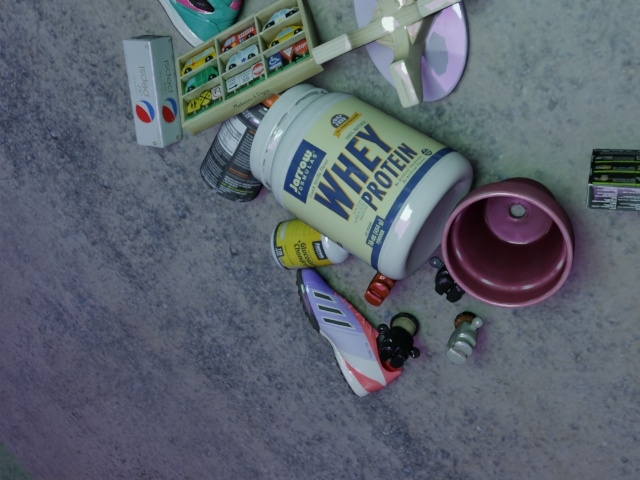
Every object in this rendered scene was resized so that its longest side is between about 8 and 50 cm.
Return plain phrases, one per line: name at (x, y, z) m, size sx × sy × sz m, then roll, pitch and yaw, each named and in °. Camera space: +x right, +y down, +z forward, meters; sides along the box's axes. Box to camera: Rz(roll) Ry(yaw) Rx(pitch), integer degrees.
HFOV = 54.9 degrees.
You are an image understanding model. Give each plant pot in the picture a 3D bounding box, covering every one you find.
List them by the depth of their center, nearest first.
plant pot at (0.319, -0.017, 1.023) m, size 0.202 × 0.180 × 0.201 m, roll 11°, pitch 118°, yaw 21°

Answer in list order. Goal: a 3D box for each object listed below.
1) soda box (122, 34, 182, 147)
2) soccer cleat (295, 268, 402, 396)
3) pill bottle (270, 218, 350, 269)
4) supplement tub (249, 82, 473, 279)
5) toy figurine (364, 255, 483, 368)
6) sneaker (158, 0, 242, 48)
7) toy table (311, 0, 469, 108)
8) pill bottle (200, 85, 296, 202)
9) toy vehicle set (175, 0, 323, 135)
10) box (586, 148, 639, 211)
soda box at (-0.342, -0.305, 1.264) m, size 0.069 × 0.074 × 0.216 m, roll 10°, pitch 118°, yaw 21°
soccer cleat at (0.057, 0.181, 1.310) m, size 0.117 × 0.108 × 0.318 m, roll -27°, pitch 100°, yaw 14°
pill bottle at (0.000, 0.000, 1.233) m, size 0.184 × 0.103 × 0.103 m, roll -9°, pitch 110°, yaw 30°
supplement tub at (0.065, -0.108, 1.051) m, size 0.325 × 0.235 × 0.235 m, roll 33°, pitch 125°, yaw 21°
toy figurine at (0.201, 0.127, 1.182) m, size 0.210 × 0.148 × 0.212 m, roll -9°, pitch 108°, yaw 23°
sneaker at (-0.243, -0.499, 1.086) m, size 0.178 × 0.123 × 0.295 m, roll -32°, pitch 106°, yaw 39°
toy table at (0.125, -0.342, 0.968) m, size 0.252 × 0.161 × 0.274 m, roll -28°, pitch 99°, yaw 33°
pill bottle at (-0.127, -0.200, 1.179) m, size 0.130 × 0.130 × 0.245 m, roll 39°, pitch 125°, yaw 4°
toy vehicle set at (-0.132, -0.309, 1.076) m, size 0.267 × 0.035 × 0.165 m, roll -23°, pitch 60°, yaw 18°
box at (0.494, -0.089, 0.898) m, size 0.191 × 0.184 × 0.045 m, roll 5°, pitch 117°, yaw 23°
